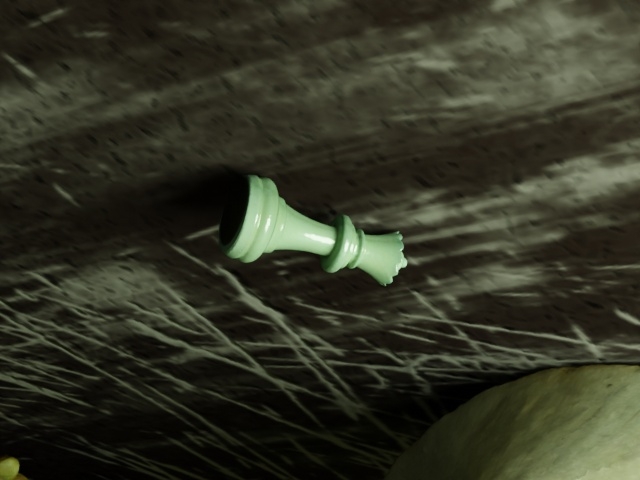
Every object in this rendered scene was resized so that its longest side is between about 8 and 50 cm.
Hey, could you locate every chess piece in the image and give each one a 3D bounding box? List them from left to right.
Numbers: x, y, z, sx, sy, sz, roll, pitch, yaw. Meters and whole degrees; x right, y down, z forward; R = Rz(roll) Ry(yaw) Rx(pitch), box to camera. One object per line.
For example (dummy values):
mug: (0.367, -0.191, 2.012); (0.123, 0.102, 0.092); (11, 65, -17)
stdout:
chess piece: (0.000, 0.000, 0.724); (0.093, 0.042, 0.042); (17, 152, -21)

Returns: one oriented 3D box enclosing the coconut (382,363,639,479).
coconut: (0.149, 0.211, 0.810); (0.328, 0.329, 0.329); (9, 152, 5)

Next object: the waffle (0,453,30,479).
waffle: (-0.272, 0.232, 1.184); (0.281, 0.058, 0.301); (26, 146, 5)
